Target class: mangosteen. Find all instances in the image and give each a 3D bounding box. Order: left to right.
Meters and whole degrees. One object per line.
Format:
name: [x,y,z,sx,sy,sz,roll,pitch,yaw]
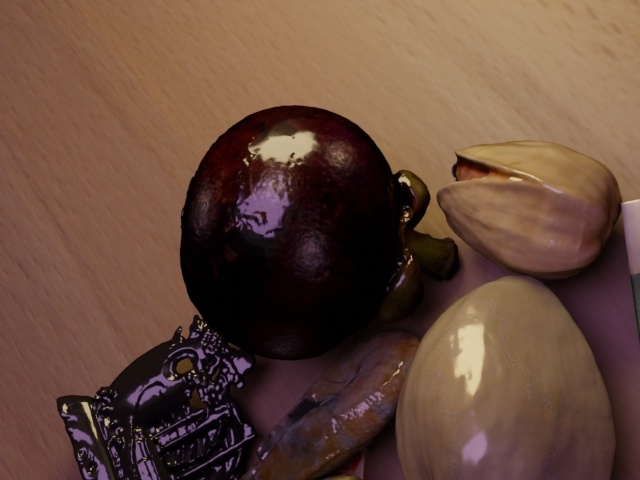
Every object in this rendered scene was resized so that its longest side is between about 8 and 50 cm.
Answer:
mangosteen: [-0.019,0.001,1.481,0.293,0.297,0.297,36,92,16]

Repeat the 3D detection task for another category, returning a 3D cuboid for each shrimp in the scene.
shrimp: [-0.002,0.214,1.509,0.317,0.077,0.168,-40,18,17]

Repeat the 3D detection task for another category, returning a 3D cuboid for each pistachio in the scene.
pistachio: [0.190,0.182,1.354,0.226,0.208,0.331,-13,51,17]
pistachio: [0.228,-0.040,1.440,0.229,0.157,0.157,20,83,46]

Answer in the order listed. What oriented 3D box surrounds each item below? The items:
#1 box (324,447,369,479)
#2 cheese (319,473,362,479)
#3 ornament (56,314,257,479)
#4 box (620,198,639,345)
box: [0.026,0.288,1.513,0.058,0.015,0.093,-4,71,25]
cheese: [-0.010,0.429,1.419,0.316,0.128,0.259,-44,61,13]
ornament: [-0.175,0.238,1.599,0.260,0.106,0.251,-26,70,9]
box: [0.401,0.046,1.360,0.135,0.081,0.199,-13,66,24]
